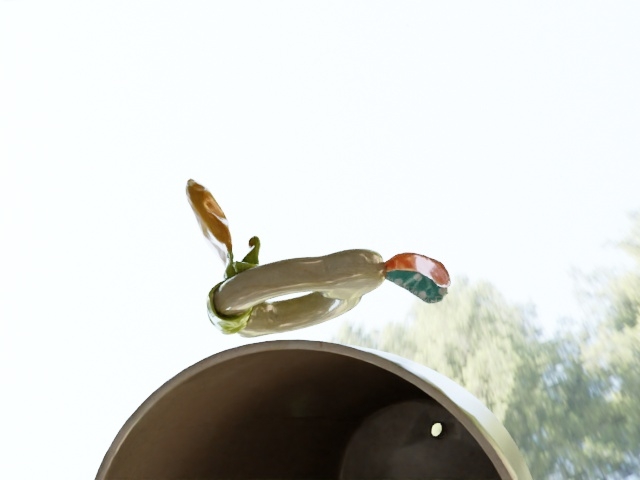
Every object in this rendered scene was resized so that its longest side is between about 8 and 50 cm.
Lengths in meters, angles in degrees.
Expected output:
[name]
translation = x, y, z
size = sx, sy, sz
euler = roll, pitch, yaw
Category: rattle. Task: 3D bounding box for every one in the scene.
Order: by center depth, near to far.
[rattle]
translation = 0.000, 0.000, 1.248
size = 0.199, 0.130, 0.143
euler = -21, -128, 18

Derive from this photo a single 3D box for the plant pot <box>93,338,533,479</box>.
[plant pot]
translation = 0.032, 0.175, 0.919
size = 0.256, 0.274, 0.257
euler = 1, -88, 19
